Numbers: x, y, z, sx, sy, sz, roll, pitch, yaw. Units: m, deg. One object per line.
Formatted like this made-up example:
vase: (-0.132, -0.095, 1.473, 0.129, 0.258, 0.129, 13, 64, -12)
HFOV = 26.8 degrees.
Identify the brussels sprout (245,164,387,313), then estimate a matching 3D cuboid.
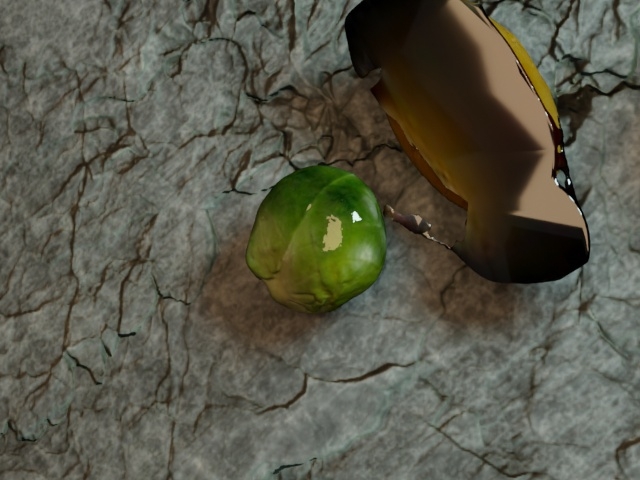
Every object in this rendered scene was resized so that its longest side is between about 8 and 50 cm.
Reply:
brussels sprout: (0.004, 0.000, 1.378, 0.155, 0.117, 0.155, 18, 119, 36)

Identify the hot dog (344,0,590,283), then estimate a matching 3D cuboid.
hot dog: (0.154, -0.105, 1.362, 0.194, 0.107, 0.326, -18, 85, 23)
